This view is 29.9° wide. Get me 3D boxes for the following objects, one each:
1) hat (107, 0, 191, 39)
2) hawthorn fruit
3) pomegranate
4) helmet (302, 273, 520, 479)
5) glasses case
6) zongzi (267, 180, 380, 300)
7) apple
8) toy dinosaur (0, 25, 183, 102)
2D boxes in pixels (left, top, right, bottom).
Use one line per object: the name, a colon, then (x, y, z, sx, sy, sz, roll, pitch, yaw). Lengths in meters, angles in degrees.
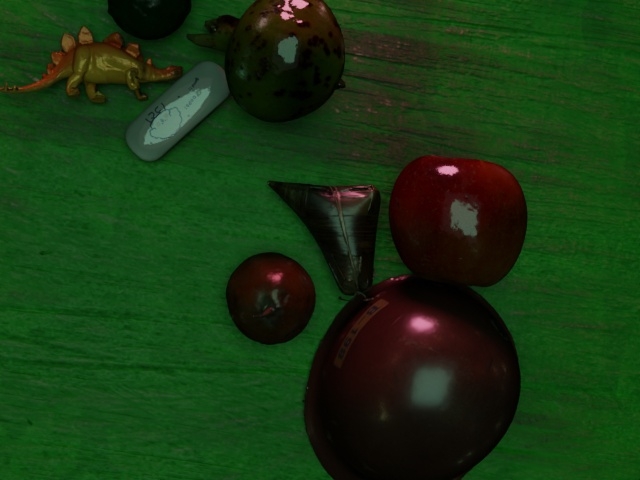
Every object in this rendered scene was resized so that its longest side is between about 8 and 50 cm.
hat: (-0.241, -0.528, 1.852, 0.285, 0.285, 0.400, 33, 111, -4)
hawthorn fruit: (-0.069, 0.102, 1.867, 0.149, 0.189, 0.149, -9, 117, -18)
pomegranate: (-0.078, -0.295, 1.857, 0.263, 0.211, 0.211, 23, 87, 8)
helmet: (0.156, 0.239, 1.856, 0.337, 0.230, 0.385, 42, 85, -4)
glasses case: (-0.226, -0.206, 1.914, 0.197, 0.049, 0.076, -42, 93, -5)
zongzi: (0.000, 0.000, 1.914, 0.184, 0.084, 0.187, 4, 87, -2)
apple: (0.213, -0.033, 1.869, 0.218, 0.218, 0.201, 11, 88, -5)
toy dinosaur: (-0.362, -0.280, 1.898, 0.288, 0.070, 0.117, -3, 79, -9)
